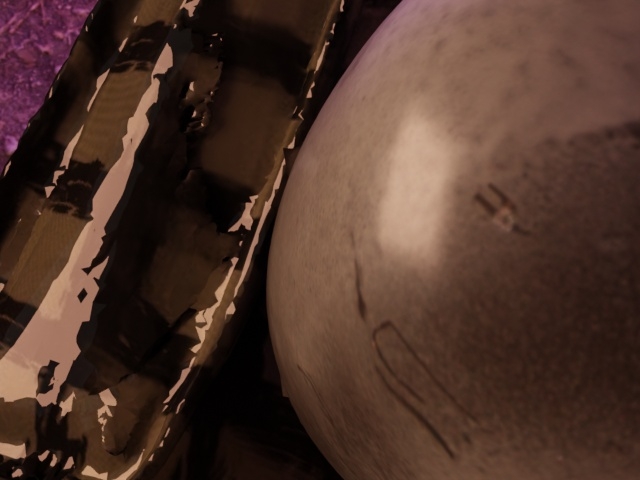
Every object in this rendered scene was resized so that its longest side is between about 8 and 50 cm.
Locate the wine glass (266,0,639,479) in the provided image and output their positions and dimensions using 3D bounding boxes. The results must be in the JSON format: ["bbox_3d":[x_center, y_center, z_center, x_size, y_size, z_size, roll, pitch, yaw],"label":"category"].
[{"bbox_3d":[0.118,-0.007,0.497,0.323,0.238,0.238,-29,41,59],"label":"wine glass"}]

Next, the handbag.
[{"bbox_3d":[0.000,0.000,0.779,0.163,0.325,0.327,18,81,31],"label":"handbag"}]
